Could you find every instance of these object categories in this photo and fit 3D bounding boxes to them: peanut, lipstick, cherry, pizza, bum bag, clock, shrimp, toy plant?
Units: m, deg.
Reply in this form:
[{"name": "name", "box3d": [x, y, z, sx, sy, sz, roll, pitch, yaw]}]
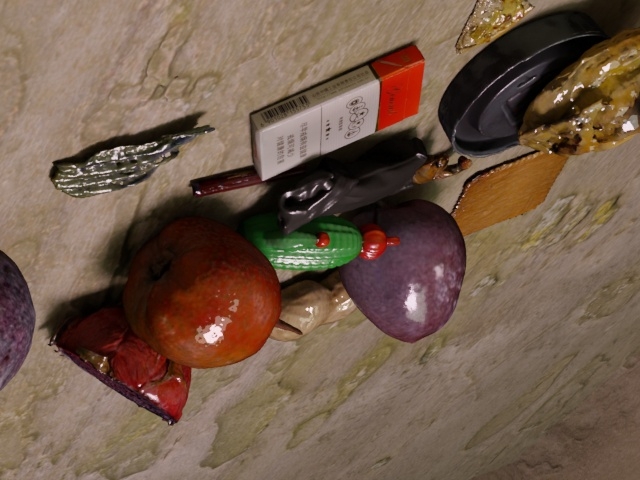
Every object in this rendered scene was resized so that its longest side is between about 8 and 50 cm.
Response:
[{"name": "peanut", "box3d": [-0.008, 0.104, 2.305, 0.228, 0.085, 0.104, -18, 151, -30]}, {"name": "lipstick", "box3d": [-0.098, -0.084, 1.875, 0.176, 0.027, 0.027, -15, 153, -32]}, {"name": "cherry", "box3d": [-0.428, 0.098, 1.647, 0.195, 0.195, 0.195, -26, 157, -12]}, {"name": "pizza", "box3d": [0.226, -0.295, 1.833, 0.123, 0.026, 0.108, -33, 155, 8]}, {"name": "bum bag", "box3d": [0.045, -0.086, 1.974, 0.142, 0.079, 0.326, -38, 169, 37]}, {"name": "clock", "box3d": [0.301, -0.228, 2.028, 0.281, 0.055, 0.280, -25, 157, -11]}, {"name": "cherry", "box3d": [0.133, 0.032, 2.186, 0.213, 0.266, 0.183, -14, -171, -31]}, {"name": "shrimp", "box3d": [0.192, -0.109, 2.101, 0.095, 0.045, 0.162, 5, 172, -9]}, {"name": "toy plant", "box3d": [-0.013, 0.000, 2.037, 0.155, 0.088, 0.240, -3, 178, 45]}]

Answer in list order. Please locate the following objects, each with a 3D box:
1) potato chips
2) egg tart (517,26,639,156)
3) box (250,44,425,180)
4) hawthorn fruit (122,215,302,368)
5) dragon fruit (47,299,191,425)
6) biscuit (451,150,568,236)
[{"name": "potato chips", "box3d": [-0.230, -0.097, 1.687, 0.207, 0.028, 0.092, -19, 156, -22]}, {"name": "egg tart", "box3d": [0.425, -0.195, 2.025, 0.297, 0.132, 0.297, -23, 162, -8]}, {"name": "box", "box3d": [0.023, -0.169, 1.835, 0.245, 0.035, 0.139, -26, 157, -11]}, {"name": "hawthorn fruit", "box3d": [-0.140, 0.088, 1.913, 0.210, 0.210, 0.262, -40, 132, 23]}, {"name": "dragon fruit", "box3d": [-0.264, 0.153, 2.005, 0.224, 0.218, 0.148, 41, 75, -29]}, {"name": "biscuit", "box3d": [0.327, -0.084, 2.416, 0.237, 0.013, 0.232, -21, 156, -22]}]
